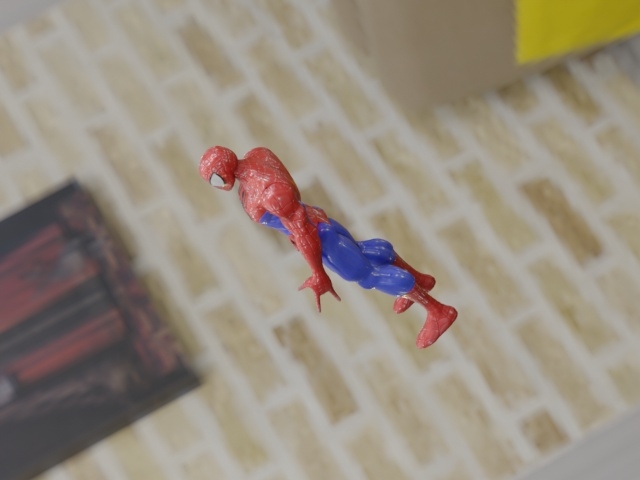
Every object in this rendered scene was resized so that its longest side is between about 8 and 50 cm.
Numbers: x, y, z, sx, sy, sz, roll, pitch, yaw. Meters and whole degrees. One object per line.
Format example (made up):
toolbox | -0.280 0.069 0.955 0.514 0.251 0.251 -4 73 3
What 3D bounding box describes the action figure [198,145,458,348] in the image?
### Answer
action figure | 0.000 0.000 0.645 0.115 0.030 0.038 39 -164 -36
